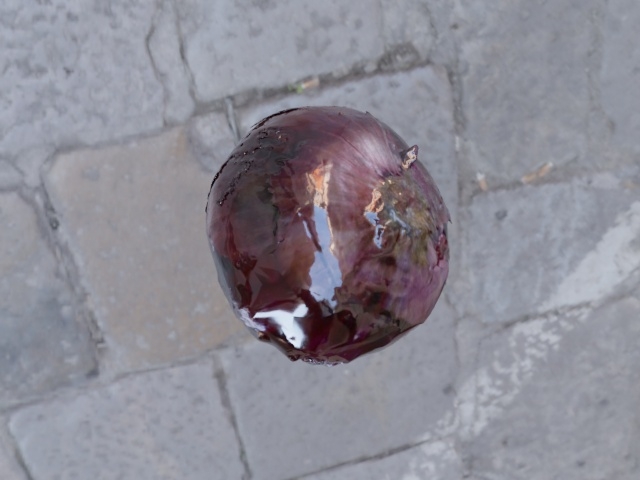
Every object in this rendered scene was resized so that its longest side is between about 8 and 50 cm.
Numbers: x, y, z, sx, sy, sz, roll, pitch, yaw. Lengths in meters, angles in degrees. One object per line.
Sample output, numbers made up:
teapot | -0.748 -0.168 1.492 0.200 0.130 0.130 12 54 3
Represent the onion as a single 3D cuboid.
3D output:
onion | 0.000 0.000 0.909 0.252 0.252 0.219 23 147 -31
